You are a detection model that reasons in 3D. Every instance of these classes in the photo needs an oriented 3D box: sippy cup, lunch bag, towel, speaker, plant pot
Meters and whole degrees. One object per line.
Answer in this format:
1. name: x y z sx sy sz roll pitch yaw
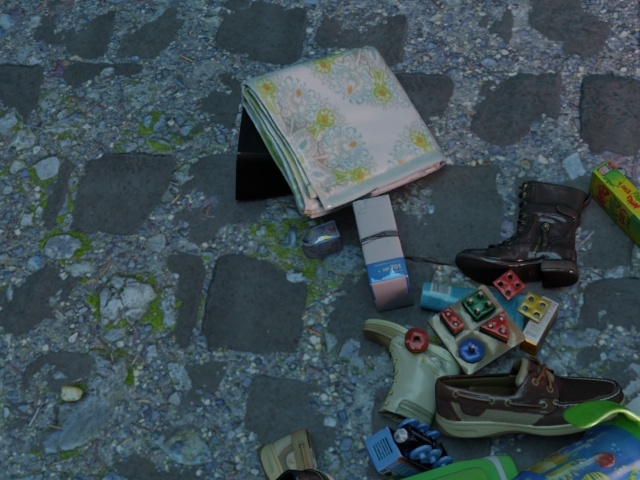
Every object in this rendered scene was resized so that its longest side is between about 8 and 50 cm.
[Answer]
1. sippy cup: 0.431 0.426 1.450 0.224 0.240 0.305 -11 72 -24
2. lunch bag: 0.000 0.000 1.881 0.083 0.071 0.053 -22 62 -1
3. towel: 0.050 -0.237 1.879 0.374 0.090 0.320 -22 78 -32
4. speaker: 0.205 0.468 1.568 0.296 0.131 0.131 -18 61 0
5. plant pot: -0.092 -0.201 1.950 0.167 0.187 0.188 7 62 -2

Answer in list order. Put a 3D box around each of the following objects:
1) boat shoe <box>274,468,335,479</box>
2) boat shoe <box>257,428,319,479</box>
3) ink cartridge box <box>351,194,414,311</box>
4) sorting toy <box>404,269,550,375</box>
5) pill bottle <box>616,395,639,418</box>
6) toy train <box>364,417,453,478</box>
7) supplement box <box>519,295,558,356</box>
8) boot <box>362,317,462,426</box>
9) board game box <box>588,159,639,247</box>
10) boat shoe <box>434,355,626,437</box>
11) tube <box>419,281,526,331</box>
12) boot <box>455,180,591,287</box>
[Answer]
1. boat shoe: -0.115 0.510 1.494 0.340 0.113 0.127 -45 48 6
2. boat shoe: -0.001 0.492 1.593 0.110 0.121 0.341 -27 60 -4
3. ink cartridge box: 0.124 0.026 1.806 0.082 0.139 0.190 -12 61 5
4. sorting toy: 0.299 0.157 1.681 0.274 0.046 0.132 -31 66 -9
5. pill bottle: 0.639 0.406 1.488 0.188 0.188 0.334 -24 60 -3
6. toy train: 0.159 0.376 1.599 0.105 0.184 0.080 -34 54 13
7. supplement box: 0.418 0.164 1.726 0.036 0.062 0.098 26 69 23
8. boot: 0.146 0.254 1.721 0.213 0.077 0.165 25 72 21
9. board game box: 0.613 -0.065 1.795 0.043 0.092 0.181 -32 62 -6
10. boat shoe: 0.373 0.270 1.616 0.342 0.123 0.123 -5 18 7
11. tube: 0.301 0.125 1.778 0.207 0.052 0.080 11 70 9
12. boot: 0.411 -0.021 1.823 0.263 0.091 0.229 5 58 8
